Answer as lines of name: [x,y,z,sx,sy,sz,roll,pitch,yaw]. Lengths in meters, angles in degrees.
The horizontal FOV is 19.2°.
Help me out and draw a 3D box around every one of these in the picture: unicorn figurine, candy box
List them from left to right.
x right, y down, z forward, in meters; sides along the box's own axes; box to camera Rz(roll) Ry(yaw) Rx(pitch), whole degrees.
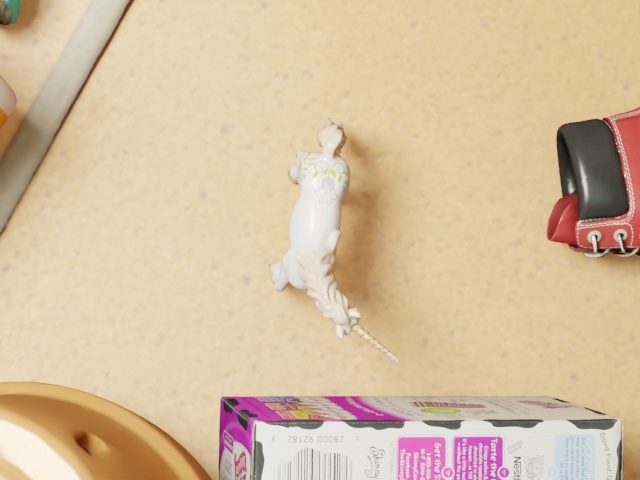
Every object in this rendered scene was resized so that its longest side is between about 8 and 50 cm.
unicorn figurine: [0.000,0.000,1.227,0.060,0.111,0.162,-7,91,-11]
candy box: [0.059,0.140,1.213,0.233,0.159,0.071,0,91,-10]

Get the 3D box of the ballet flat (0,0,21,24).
ballet flat: [-0.242,-0.259,1.204,0.087,0.083,0.247,-37,98,-23]

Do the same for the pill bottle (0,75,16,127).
pill bottle: [-0.326,-0.031,1.148,0.152,0.152,0.272,40,83,-8]

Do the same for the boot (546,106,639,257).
boot: [0.253,0.019,1.289,0.176,0.088,0.244,-19,85,-9]

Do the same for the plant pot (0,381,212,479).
plant pot: [-0.195,0.209,1.098,0.291,0.203,0.290,-2,73,6]
